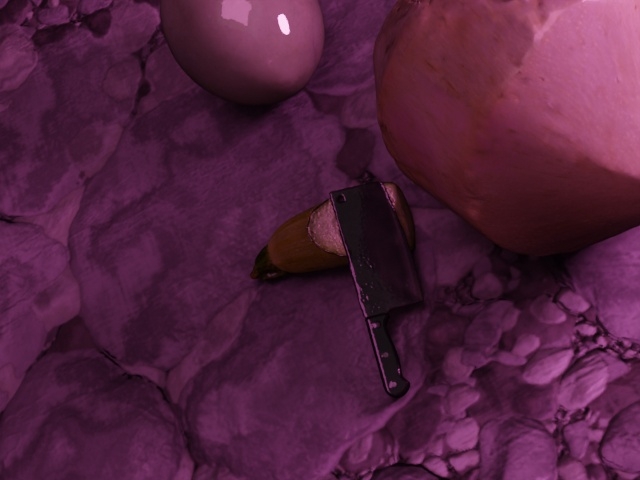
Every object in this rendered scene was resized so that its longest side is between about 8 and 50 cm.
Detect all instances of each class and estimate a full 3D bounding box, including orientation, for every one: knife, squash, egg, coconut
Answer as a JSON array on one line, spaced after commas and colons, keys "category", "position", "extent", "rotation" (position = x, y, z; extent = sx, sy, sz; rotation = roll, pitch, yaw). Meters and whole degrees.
[{"category": "knife", "position": [0.071, 0.049, 1.606], "extent": [0.072, 0.019, 0.245], "rotation": [-13, 70, -3]}, {"category": "squash", "position": [0.000, 0.000, 1.671], "extent": [0.200, 0.075, 0.090], "rotation": [-19, 90, 19]}, {"category": "egg", "position": [-0.094, -0.264, 1.807], "extent": [0.186, 0.186, 0.253], "rotation": [-38, 49, 3]}, {"category": "coconut", "position": [0.229, -0.146, 1.482], "extent": [0.352, 0.352, 0.353], "rotation": [-13, 57, 20]}]
